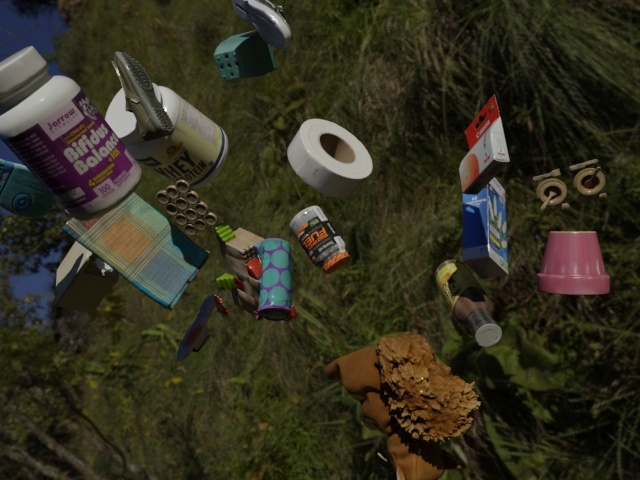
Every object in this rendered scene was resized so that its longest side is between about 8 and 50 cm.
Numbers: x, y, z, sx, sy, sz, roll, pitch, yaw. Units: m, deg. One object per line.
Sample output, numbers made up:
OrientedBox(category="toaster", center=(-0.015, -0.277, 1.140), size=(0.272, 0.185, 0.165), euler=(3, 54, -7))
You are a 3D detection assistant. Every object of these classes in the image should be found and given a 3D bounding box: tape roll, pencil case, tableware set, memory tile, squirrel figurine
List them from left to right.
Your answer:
OrientedBox(category="memory tile", center=(-0.345, -0.083, 1.418), size=(0.113, 0.148, 0.012), euler=(-24, 26, 28))
OrientedBox(category="pencil case", center=(-0.089, 0.075, 1.050), size=(0.064, 0.070, 0.152), euler=(52, -149, -54))
OrientedBox(category="tape roll", center=(0.033, -0.280, 1.857), size=(0.100, 0.286, 0.286), euler=(-50, 0, 39))
OrientedBox(category="squirrel figurine", center=(0.226, 0.444, 1.424), size=(0.280, 0.371, 0.397), euler=(-8, -22, -21))
OrientedBox(category="tableware set", center=(0.754, -0.157, 1.654), size=(0.194, 0.128, 0.039), euler=(-17, 18, 24))

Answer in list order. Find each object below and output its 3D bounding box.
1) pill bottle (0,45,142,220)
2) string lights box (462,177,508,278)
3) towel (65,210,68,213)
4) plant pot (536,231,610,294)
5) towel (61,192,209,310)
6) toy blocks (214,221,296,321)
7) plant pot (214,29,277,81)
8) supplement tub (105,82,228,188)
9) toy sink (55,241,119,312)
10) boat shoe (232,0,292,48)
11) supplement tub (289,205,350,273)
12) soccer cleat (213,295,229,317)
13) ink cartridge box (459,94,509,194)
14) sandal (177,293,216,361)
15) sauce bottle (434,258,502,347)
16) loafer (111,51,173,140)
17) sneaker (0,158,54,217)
OrientedBox(category="pill bottle", center=(-0.489, -0.198, 1.032), size=(0.169, 0.302, 0.169), euler=(-20, 36, 15))
OrientedBox(category="string lights box", center=(0.440, -0.044, 1.470), size=(0.076, 0.133, 0.260), euler=(-12, 59, 36))
OrientedBox(category="towel", center=(-0.792, -0.127, 1.807), size=(0.023, 0.113, 0.152), euler=(-52, -9, -53))
OrientedBox(category="plant pot", center=(0.749, 0.063, 1.631), size=(0.201, 0.201, 0.180), euler=(-9, -81, -88))
OrientedBox(category="towel", center=(-0.519, 0.007, 1.604), size=(0.040, 0.370, 0.271), euler=(-38, 17, 36))
OrientedBox(category="toy blocks", center=(-0.211, 0.131, 1.894), size=(0.190, 0.260, 0.382), euler=(-33, -51, -34))
OrientedBox(category="plant pot", center=(-0.304, -0.707, 2.130), size=(0.165, 0.166, 0.234), euler=(-4, 27, 22))
OrientedBox(category="supplement tub", center=(-0.468, -0.325, 1.695), size=(0.235, 0.235, 0.325), euler=(-52, -38, 4))
OrientedBox(category="toy sink", center=(-0.719, 0.091, 1.722), size=(0.234, 0.131, 0.153), euler=(-47, 43, 25))
OrientedBox(category="boat shoe", center=(-0.187, -0.817, 1.985), size=(0.119, 0.335, 0.121), euler=(-29, -29, -25))
OrientedBox(category="supplement tub", center=(0.000, 0.000, 1.653), size=(0.117, 0.190, 0.117), euler=(-32, -17, -11))
OrientedBox(category="soccer cleat", center=(-0.354, 0.232, 1.917), size=(0.035, 0.083, 0.029), euler=(-39, -4, 26))
OrientedBox(category="ink cartridge box", center=(0.355, -0.215, 1.230), size=(0.145, 0.045, 0.179), euler=(119, 149, -61))
OrientedBox(category="sandal", center=(-0.421, 0.323, 1.974), size=(0.102, 0.076, 0.265), euler=(-1, 58, 57))
OrientedBox(category="sauce bottle", center=(0.403, 0.166, 1.500), size=(0.111, 0.111, 0.344), euler=(-53, 16, 15))
OrientedBox(category="loafer", center=(-0.468, -0.361, 1.388), size=(0.087, 0.251, 0.094), euler=(-30, -7, 16))
OrientedBox(category="sneaker", center=(-0.862, -0.175, 1.414), size=(0.319, 0.208, 0.127), euler=(41, -106, -51))
